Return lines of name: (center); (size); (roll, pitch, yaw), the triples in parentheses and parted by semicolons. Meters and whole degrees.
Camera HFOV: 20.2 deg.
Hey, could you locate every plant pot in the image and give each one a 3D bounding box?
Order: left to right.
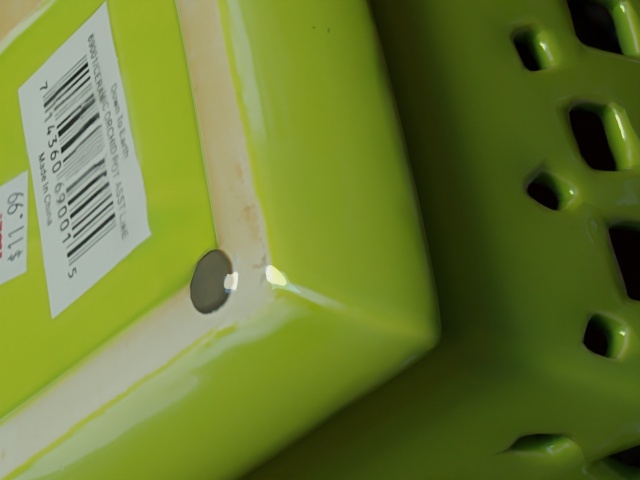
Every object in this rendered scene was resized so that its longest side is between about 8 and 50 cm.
plant pot: (0.000, 0.000, 0.579); (0.227, 0.207, 0.228); (-35, 53, 37)
